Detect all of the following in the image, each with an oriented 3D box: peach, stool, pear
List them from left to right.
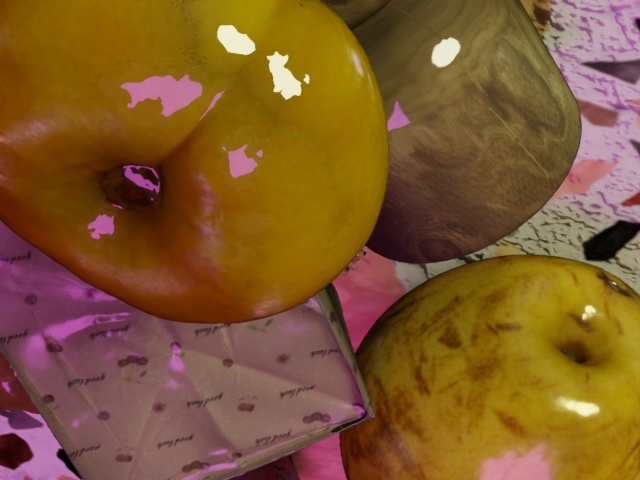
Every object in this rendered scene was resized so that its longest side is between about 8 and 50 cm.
[{"bbox_3d":[-0.081,-0.061,0.758,0.251,0.153,0.251,11,139,10],"label":"peach"},{"bbox_3d":[0.033,-0.131,0.878,0.179,0.179,0.264,-12,135,31],"label":"stool"},{"bbox_3d":[0.155,0.139,1.115,0.281,0.280,0.280,9,142,7],"label":"pear"}]

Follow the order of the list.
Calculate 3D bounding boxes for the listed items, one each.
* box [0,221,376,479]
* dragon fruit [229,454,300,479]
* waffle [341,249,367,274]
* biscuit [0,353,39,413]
[{"bbox_3d":[-0.120,0.018,1.028,0.225,0.190,0.297,-22,125,4],"label":"box"},{"bbox_3d":[-0.084,0.275,1.484,0.138,0.142,0.175,-17,168,-14],"label":"dragon fruit"},{"bbox_3d":[0.000,0.000,1.180,0.083,0.029,0.075,10,143,3],"label":"waffle"},{"bbox_3d":[-0.224,0.020,1.191,0.217,0.044,0.325,3,122,17],"label":"biscuit"}]
